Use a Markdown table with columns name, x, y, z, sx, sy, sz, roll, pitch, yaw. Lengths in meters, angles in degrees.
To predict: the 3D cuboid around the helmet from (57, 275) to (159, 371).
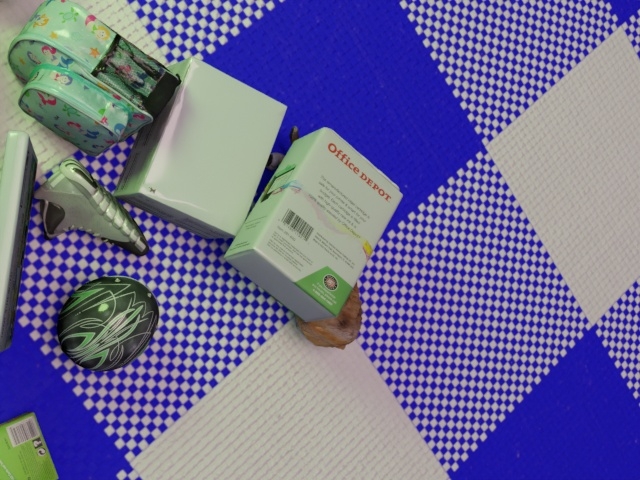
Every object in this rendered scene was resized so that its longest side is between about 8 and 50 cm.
| name | x | y | z | sx | sy | sz | roll | pitch | yaw |
| --- | --- | --- | --- | --- | --- | --- | --- | --- | --- |
| helmet | -0.362 | 0.141 | 1.857 | 0.169 | 0.161 | 0.169 | 0 | 89 | -29 |

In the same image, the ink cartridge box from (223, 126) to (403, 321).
| name | x | y | z | sx | sy | sz | roll | pitch | yaw |
| --- | --- | --- | --- | --- | --- | --- | --- | --- | --- |
| ink cartridge box | -0.008 | -0.028 | 1.929 | 0.201 | 0.117 | 0.278 | 40 | 63 | -21 |

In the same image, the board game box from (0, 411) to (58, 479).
| name | x | y | z | sx | sy | sz | roll | pitch | yaw |
| --- | --- | --- | --- | --- | --- | --- | --- | --- | --- |
| board game box | -0.573 | 0.390 | 1.795 | 0.259 | 0.039 | 0.124 | -23 | 96 | -35 |

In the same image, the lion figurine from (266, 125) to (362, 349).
| name | x | y | z | sx | sy | sz | roll | pitch | yaw |
| --- | --- | --- | --- | --- | --- | --- | --- | --- | --- |
| lion figurine | 0.000 | 0.000 | 2.074 | 0.240 | 0.142 | 0.392 | 18 | 78 | -31 |

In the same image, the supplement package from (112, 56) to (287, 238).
| name | x | y | z | sx | sy | sz | roll | pitch | yaw |
| --- | --- | --- | --- | --- | --- | --- | --- | --- | --- |
| supplement package | -0.214 | -0.160 | 1.953 | 0.204 | 0.145 | 0.261 | 25 | 78 | -26 |

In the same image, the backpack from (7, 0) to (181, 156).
| name | x | y | z | sx | sy | sz | roll | pitch | yaw |
| --- | --- | --- | --- | --- | --- | --- | --- | --- | --- |
| backpack | -0.395 | -0.271 | 1.813 | 0.253 | 0.225 | 0.191 | 42 | 66 | -18 |

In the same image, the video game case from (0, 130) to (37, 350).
| name | x | y | z | sx | sy | sz | roll | pitch | yaw |
| --- | --- | --- | --- | --- | --- | --- | --- | --- | --- |
| video game case | -0.490 | 0.010 | 1.715 | 0.036 | 0.300 | 0.329 | 8 | 85 | -11 |

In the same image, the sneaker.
| name | x | y | z | sx | sy | sz | roll | pitch | yaw |
| --- | --- | --- | --- | --- | --- | --- | --- | --- | --- |
| sneaker | -0.409 | -0.029 | 1.894 | 0.132 | 0.086 | 0.228 | -38 | 122 | 1 |
